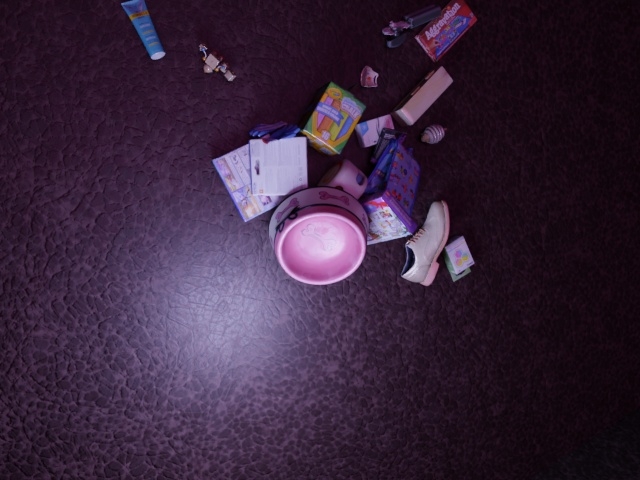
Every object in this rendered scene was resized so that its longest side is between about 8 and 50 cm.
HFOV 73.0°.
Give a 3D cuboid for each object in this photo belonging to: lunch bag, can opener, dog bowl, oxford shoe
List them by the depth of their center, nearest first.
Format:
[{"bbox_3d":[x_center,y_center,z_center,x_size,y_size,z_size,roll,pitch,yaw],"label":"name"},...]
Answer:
[{"bbox_3d":[0.000,0.000,1.694,0.409,0.150,0.407,-2,125,-3],"label":"dog bowl"},{"bbox_3d":[0.328,-0.269,1.835,0.221,0.138,0.293,32,79,-43],"label":"lunch bag"},{"bbox_3d":[0.385,-0.919,1.842,0.281,0.074,0.093,-31,139,-10],"label":"can opener"},{"bbox_3d":[0.470,0.001,1.942,0.147,0.140,0.396,13,91,-11],"label":"oxford shoe"}]

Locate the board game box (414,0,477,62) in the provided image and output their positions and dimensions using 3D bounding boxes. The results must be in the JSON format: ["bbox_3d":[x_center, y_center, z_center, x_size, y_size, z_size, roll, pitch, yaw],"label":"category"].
[{"bbox_3d":[0.555,-0.935,1.906,0.145,0.027,0.281,45,83,-16],"label":"board game box"}]

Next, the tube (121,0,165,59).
[{"bbox_3d":[-0.628,-0.760,1.552,0.080,0.052,0.206,-27,98,-22],"label":"tube"}]

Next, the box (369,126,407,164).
[{"bbox_3d":[0.288,-0.395,1.843,0.116,0.029,0.162,2,124,-31],"label":"box"}]

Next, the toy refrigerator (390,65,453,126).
[{"bbox_3d":[0.433,-0.621,1.868,0.269,0.102,0.094,-46,107,-6],"label":"toy refrigerator"}]

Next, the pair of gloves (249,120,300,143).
[{"bbox_3d":[-0.181,-0.423,1.665,0.159,0.198,0.023,-27,130,-23],"label":"pair of gloves"}]

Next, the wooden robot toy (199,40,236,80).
[{"bbox_3d":[-0.405,-0.661,1.634,0.173,0.076,0.079,40,119,-18],"label":"wooden robot toy"}]

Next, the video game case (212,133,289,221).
[{"bbox_3d":[-0.257,-0.248,1.720,0.245,0.061,0.269,-29,104,-14],"label":"video game case"}]

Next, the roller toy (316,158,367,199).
[{"bbox_3d":[0.089,-0.218,1.763,0.146,0.191,0.209,40,84,-19],"label":"roller toy"}]

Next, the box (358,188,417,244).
[{"bbox_3d":[0.226,-0.088,1.772,0.201,0.293,0.057,47,60,-18],"label":"box"}]

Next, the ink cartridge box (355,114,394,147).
[{"bbox_3d":[0.247,-0.472,1.850,0.180,0.060,0.104,-21,103,-14],"label":"ink cartridge box"}]

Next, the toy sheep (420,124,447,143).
[{"bbox_3d":[0.502,-0.472,1.915,0.132,0.091,0.091,-31,105,-12],"label":"toy sheep"}]

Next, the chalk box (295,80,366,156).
[{"bbox_3d":[0.047,-0.505,1.723,0.179,0.180,0.288,29,86,-19],"label":"chalk box"}]

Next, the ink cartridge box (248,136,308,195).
[{"bbox_3d":[-0.159,-0.285,1.676,0.224,0.045,0.223,-1,97,5],"label":"ink cartridge box"}]

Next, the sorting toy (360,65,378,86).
[{"bbox_3d":[0.210,-0.682,1.824,0.075,0.045,0.083,2,96,-25],"label":"sorting toy"}]

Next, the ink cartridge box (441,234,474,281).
[{"bbox_3d":[0.652,0.089,2.046,0.109,0.062,0.209,-29,105,-13],"label":"ink cartridge box"}]
